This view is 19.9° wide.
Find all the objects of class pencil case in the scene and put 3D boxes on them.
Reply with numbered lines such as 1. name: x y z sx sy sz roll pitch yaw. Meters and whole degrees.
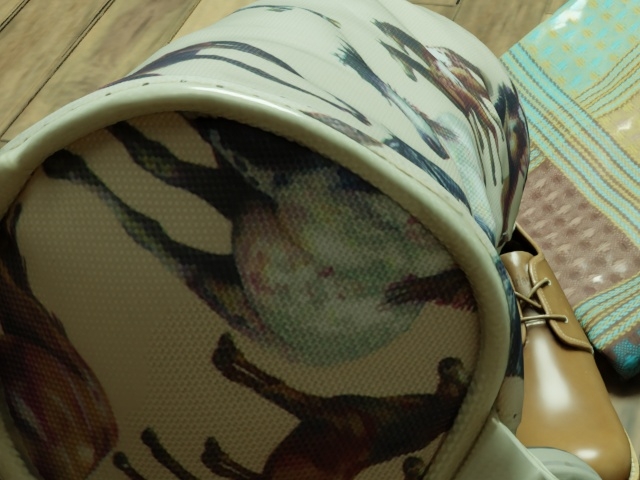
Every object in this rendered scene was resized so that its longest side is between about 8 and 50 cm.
1. pencil case: 0.000 0.000 0.694 0.183 0.160 0.410 46 13 -4

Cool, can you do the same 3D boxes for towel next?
1. towel: 0.240 -0.113 1.005 0.370 0.040 0.271 -39 36 1

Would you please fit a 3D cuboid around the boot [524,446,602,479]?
1. boot: 0.020 0.233 0.548 0.377 0.138 0.284 -26 38 -26

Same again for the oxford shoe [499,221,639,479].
1. oxford shoe: 0.097 0.051 0.891 0.076 0.076 0.212 -8 35 -14
